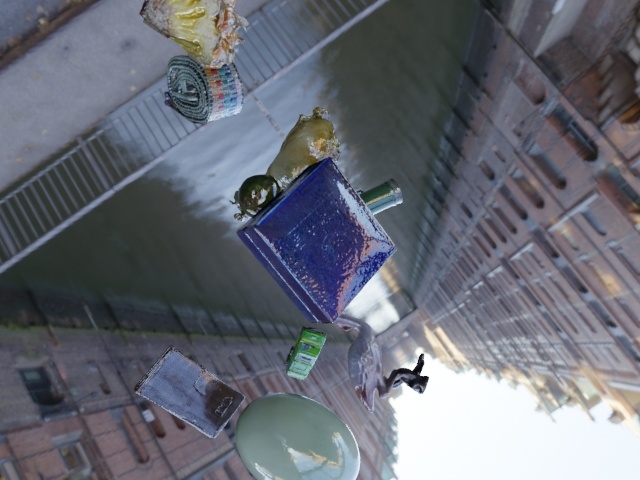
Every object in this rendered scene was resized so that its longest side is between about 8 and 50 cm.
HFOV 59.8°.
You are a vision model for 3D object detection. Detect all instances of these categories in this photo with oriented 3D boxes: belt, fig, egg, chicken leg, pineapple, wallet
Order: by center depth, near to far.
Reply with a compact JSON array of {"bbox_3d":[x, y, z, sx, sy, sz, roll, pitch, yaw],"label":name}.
[{"bbox_3d":[-0.232,-0.427,1.004,0.186,0.237,0.114,-10,-157,19],"label":"pineapple"},{"bbox_3d":[-0.050,0.443,1.197,0.203,0.282,0.203,-64,-179,2],"label":"egg"},{"bbox_3d":[-0.279,0.334,1.214,0.124,0.230,0.042,-52,-151,-11],"label":"wallet"},{"bbox_3d":[-0.163,-0.116,1.453,0.117,0.117,0.177,-34,-168,-6],"label":"fig"},{"bbox_3d":[-0.107,-0.188,1.598,0.429,0.201,0.153,-33,-168,33],"label":"chicken leg"},{"bbox_3d":[-0.381,-0.481,1.739,0.160,0.295,0.207,-25,131,-36],"label":"belt"}]

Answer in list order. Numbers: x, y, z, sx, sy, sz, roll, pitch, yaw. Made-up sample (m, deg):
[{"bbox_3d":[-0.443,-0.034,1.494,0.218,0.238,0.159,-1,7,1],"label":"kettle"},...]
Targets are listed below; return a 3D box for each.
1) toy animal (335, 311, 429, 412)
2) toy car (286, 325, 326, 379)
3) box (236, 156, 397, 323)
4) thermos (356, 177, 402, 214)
[{"bbox_3d":[0.113,0.276,1.370,0.195,0.324,0.090,-44,172,-17],"label":"toy animal"},{"bbox_3d":[-0.040,0.296,1.461,0.063,0.071,0.165,-82,-166,-53],"label":"toy car"},{"bbox_3d":[0.000,0.000,1.267,0.261,0.279,0.116,-45,-165,-27],"label":"box"},{"bbox_3d":[0.122,-0.102,1.499,0.187,0.083,0.073,-25,175,-10],"label":"thermos"}]
